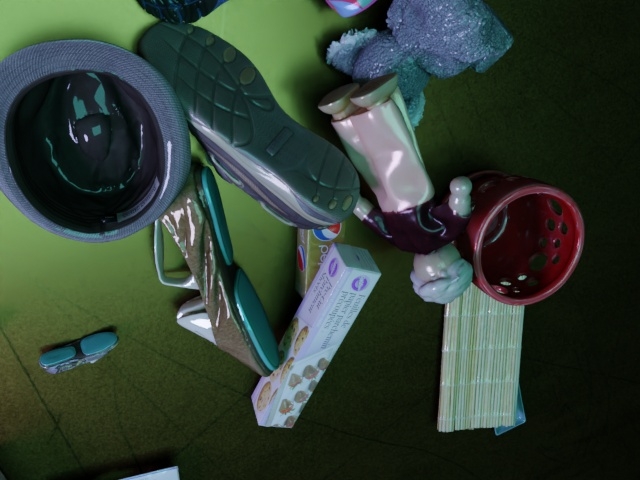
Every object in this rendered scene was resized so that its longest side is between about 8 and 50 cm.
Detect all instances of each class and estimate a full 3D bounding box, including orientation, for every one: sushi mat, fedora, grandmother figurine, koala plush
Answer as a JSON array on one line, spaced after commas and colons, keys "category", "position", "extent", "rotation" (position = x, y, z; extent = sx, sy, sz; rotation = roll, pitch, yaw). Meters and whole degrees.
[{"category": "sushi mat", "position": [0.287, 0.194, 1.288], "extent": [0.151, 0.019, 0.317], "rotation": [-3, 105, -14]}, {"category": "fedora", "position": [-0.289, -0.136, 0.916], "extent": [0.243, 0.124, 0.276], "rotation": [-14, 124, -6]}, {"category": "grandmother figurine", "position": [0.126, -0.057, 1.008], "extent": [0.104, 0.207, 0.343], "rotation": [-39, 115, -29]}, {"category": "koala plush", "position": [0.129, -0.269, 1.010], "extent": [0.221, 0.203, 0.196], "rotation": [-36, 102, 23]}]

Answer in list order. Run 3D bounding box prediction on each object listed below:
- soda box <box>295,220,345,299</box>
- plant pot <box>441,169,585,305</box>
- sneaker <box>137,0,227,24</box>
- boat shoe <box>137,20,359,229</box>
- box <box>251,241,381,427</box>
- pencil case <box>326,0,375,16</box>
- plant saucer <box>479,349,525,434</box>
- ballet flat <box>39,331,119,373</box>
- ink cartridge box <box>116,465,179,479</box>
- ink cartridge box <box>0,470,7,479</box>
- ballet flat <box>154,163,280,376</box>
[{"category": "soda box", "position": [0.000, 0.000, 1.113], "extent": [0.061, 0.058, 0.182], "rotation": [-4, 110, -19]}, {"category": "plant pot", "position": [0.284, -0.016, 1.145], "extent": [0.191, 0.174, 0.191], "rotation": [-7, 111, -18]}, {"category": "sneaker", "position": [-0.136, -0.336, 0.917], "extent": [0.221, 0.087, 0.083], "rotation": [-6, 133, 14]}, {"category": "boat shoe", "position": [-0.111, -0.135, 0.974], "extent": [0.355, 0.130, 0.132], "rotation": [45, 55, -4]}, {"category": "box", "position": [-0.014, 0.152, 1.109], "extent": [0.063, 0.067, 0.324], "rotation": [12, 121, -29]}, {"category": "pencil case", "position": [-0.011, -0.402, 0.948], "extent": [0.236, 0.104, 0.104], "rotation": [42, 91, -25]}, {"category": "plant saucer", "position": [0.336, 0.271, 1.350], "extent": [0.067, 0.018, 0.192], "rotation": [-21, 115, -12]}, {"category": "ballet flat", "position": [-0.349, 0.166, 1.061], "extent": [0.114, 0.041, 0.041], "rotation": [-17, 113, -13]}, {"category": "ink cartridge box", "position": [-0.319, 0.459, 1.164], "extent": [0.206, 0.045, 0.209], "rotation": [-9, 112, -17]}, {"category": "ink cartridge box", "position": [-0.589, 0.443, 1.016], "extent": [0.309, 0.130, 0.272], "rotation": [-26, 114, -10]}, {"category": "ballet flat", "position": [-0.166, 0.058, 1.055], "extent": [0.124, 0.116, 0.343], "rotation": [-15, 114, 8]}]
